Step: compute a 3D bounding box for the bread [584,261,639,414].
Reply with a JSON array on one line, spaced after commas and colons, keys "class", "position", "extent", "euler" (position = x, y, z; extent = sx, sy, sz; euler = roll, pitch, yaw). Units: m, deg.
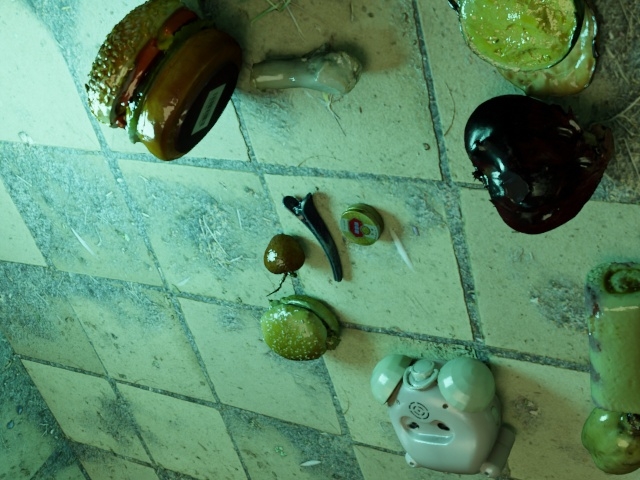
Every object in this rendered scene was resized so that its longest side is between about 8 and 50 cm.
[{"class": "bread", "position": [0.651, 0.207, 1.892], "extent": [0.187, 0.155, 0.338], "euler": [1, 127, 22]}]

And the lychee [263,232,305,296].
[{"class": "lychee", "position": [-0.097, 0.053, 2.316], "extent": [0.101, 0.114, 0.140], "euler": [-126, 33, -61]}]

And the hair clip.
[{"class": "hair clip", "position": [0.000, 0.000, 2.250], "extent": [0.083, 0.048, 0.275], "euler": [-8, 123, 35]}]

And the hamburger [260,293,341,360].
[{"class": "hamburger", "position": [-0.051, 0.241, 2.453], "extent": [0.215, 0.122, 0.189], "euler": [3, 127, 31]}]

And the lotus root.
[{"class": "lotus root", "position": [0.679, 0.442, 2.066], "extent": [0.160, 0.146, 0.284], "euler": [42, 158, 19]}]

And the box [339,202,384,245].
[{"class": "box", "position": [0.098, -0.038, 2.149], "extent": [0.105, 0.037, 0.105], "euler": [19, 137, 19]}]

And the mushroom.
[{"class": "mushroom", "position": [-0.032, -0.350, 1.910], "extent": [0.278, 0.096, 0.099], "euler": [6, 129, 37]}]

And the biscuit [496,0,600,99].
[{"class": "biscuit", "position": [0.405, -0.365, 1.624], "extent": [0.203, 0.041, 0.260], "euler": [22, 136, 24]}]

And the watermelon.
[{"class": "watermelon", "position": [0.339, -0.393, 1.526], "extent": [0.232, 0.127, 0.204], "euler": [12, 133, 35]}]

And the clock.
[{"class": "clock", "position": [0.312, 0.438, 2.348], "extent": [0.342, 0.184, 0.326], "euler": [-6, 120, 33]}]

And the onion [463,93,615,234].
[{"class": "onion", "position": [0.389, -0.153, 1.701], "extent": [0.281, 0.221, 0.281], "euler": [24, 129, 34]}]

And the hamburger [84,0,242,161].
[{"class": "hamburger", "position": [-0.339, -0.354, 1.960], "extent": [0.250, 0.330, 0.330], "euler": [33, 140, 7]}]
